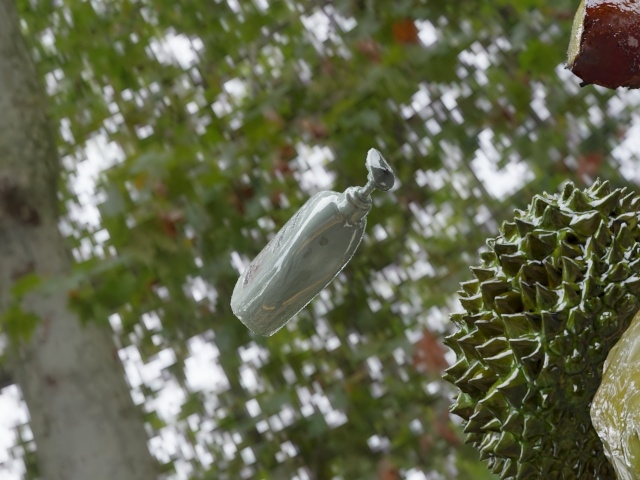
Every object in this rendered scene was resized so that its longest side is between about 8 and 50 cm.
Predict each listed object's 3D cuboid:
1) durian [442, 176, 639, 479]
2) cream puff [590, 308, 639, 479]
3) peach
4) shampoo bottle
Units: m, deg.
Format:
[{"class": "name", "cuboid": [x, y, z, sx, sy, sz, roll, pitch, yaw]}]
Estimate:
[{"class": "durian", "cuboid": [0.186, 0.071, 1.352, 0.200, 0.237, 0.176, -22, -48, 33]}, {"class": "cream puff", "cuboid": [0.145, 0.102, 0.249, 0.257, 0.324, 0.291, -47, -58, -13]}, {"class": "peach", "cuboid": [0.175, -0.128, 1.143, 0.083, 0.077, 0.050, -13, -41, -35]}, {"class": "shampoo bottle", "cuboid": [0.000, 0.000, 1.257, 0.045, 0.077, 0.152, 38, -50, -11]}]
